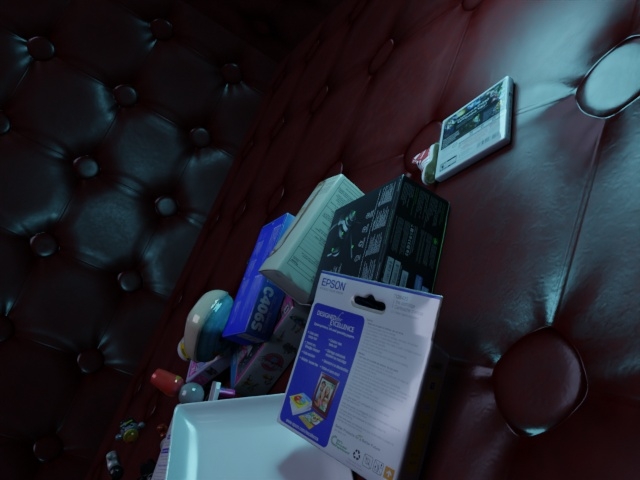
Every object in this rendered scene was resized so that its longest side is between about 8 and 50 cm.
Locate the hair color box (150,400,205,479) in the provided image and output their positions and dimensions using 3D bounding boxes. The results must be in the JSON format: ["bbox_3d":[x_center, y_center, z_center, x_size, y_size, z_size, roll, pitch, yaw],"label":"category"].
[{"bbox_3d":[-0.419,0.667,1.558,0.185,0.110,0.339,-33,37,52],"label":"hair color box"}]

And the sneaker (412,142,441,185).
[{"bbox_3d":[0.236,-0.162,1.164,0.067,0.042,0.118,-25,35,50],"label":"sneaker"}]

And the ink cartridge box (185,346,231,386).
[{"bbox_3d":[-0.312,0.336,1.694,0.311,0.065,0.186,-36,29,22],"label":"ink cartridge box"}]

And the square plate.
[{"bbox_3d":[-0.112,0.433,0.947,0.347,0.344,0.049,-102,9,-58],"label":"square plate"}]

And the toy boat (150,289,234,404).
[{"bbox_3d":[-0.330,0.310,1.454,0.318,0.148,0.267,-59,-8,-36],"label":"toy boat"}]

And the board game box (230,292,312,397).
[{"bbox_3d":[-0.134,0.253,1.427,0.303,0.097,0.224,-56,22,17],"label":"board game box"}]

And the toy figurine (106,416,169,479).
[{"bbox_3d":[-0.623,0.739,1.785,0.148,0.209,0.213,15,79,62],"label":"toy figurine"}]

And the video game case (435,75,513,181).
[{"bbox_3d":[0.323,-0.231,1.085,0.190,0.022,0.173,-32,38,53],"label":"video game case"}]

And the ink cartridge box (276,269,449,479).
[{"bbox_3d":[0.073,0.226,0.902,0.303,0.072,0.307,9,78,51],"label":"ink cartridge box"}]

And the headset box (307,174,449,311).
[{"bbox_3d":[0.112,0.032,1.096,0.283,0.131,0.246,-25,43,56],"label":"headset box"}]

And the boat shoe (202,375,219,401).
[{"bbox_3d":[-0.425,0.527,1.767,0.219,0.078,0.070,-45,27,33],"label":"boat shoe"}]

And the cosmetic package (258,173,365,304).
[{"bbox_3d":[0.000,0.000,1.276,0.296,0.153,0.129,-55,19,-21],"label":"cosmetic package"}]

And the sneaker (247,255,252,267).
[{"bbox_3d":[-0.227,0.083,1.864,0.084,0.058,0.152,-50,20,13],"label":"sneaker"}]

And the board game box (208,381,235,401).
[{"bbox_3d":[-0.282,0.549,1.263,0.390,0.050,0.390,130,152,-70],"label":"board game box"}]

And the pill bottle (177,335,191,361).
[{"bbox_3d":[-0.457,0.392,1.936,0.208,0.119,0.119,-32,37,52],"label":"pill bottle"}]

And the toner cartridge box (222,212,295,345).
[{"bbox_3d":[-0.151,0.108,1.410,0.165,0.075,0.348,-22,45,55],"label":"toner cartridge box"}]
